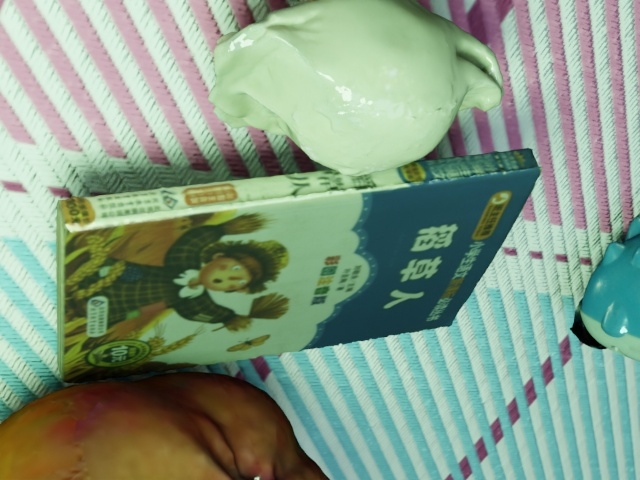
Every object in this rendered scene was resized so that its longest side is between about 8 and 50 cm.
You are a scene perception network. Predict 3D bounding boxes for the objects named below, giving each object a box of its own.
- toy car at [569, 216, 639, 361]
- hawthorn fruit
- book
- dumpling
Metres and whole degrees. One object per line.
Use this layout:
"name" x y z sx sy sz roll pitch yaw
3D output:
"toy car" 0.427 0.059 1.360 0.255 0.188 0.190 0 107 -35
"hawthorn fruit" -0.188 0.366 1.155 0.471 0.472 0.472 -16 140 -14
"book" -0.032 0.030 1.107 0.427 0.039 0.300 -7 149 -16
"dumpling" 0.026 -0.123 0.969 0.258 0.147 0.193 2 160 -21
